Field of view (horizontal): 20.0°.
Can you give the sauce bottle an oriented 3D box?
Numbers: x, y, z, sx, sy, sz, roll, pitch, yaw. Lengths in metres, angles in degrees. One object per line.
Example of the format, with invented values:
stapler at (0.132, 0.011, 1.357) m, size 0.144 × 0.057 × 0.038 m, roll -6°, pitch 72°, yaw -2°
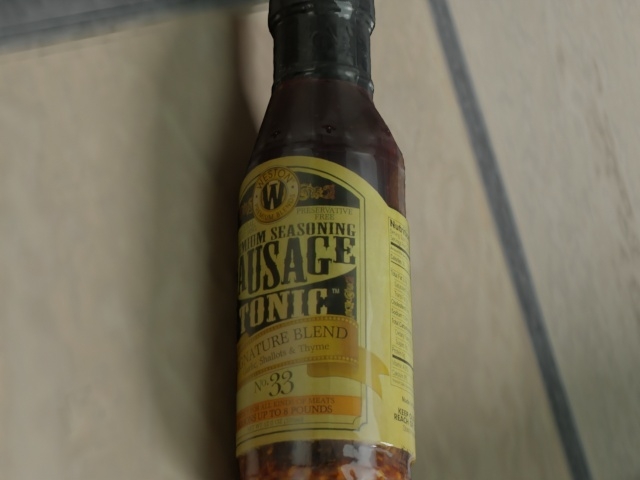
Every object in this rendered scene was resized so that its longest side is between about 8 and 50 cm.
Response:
sauce bottle at (0.000, 0.000, 0.423) m, size 0.042 × 0.042 × 0.128 m, roll 25°, pitch 56°, yaw -49°
